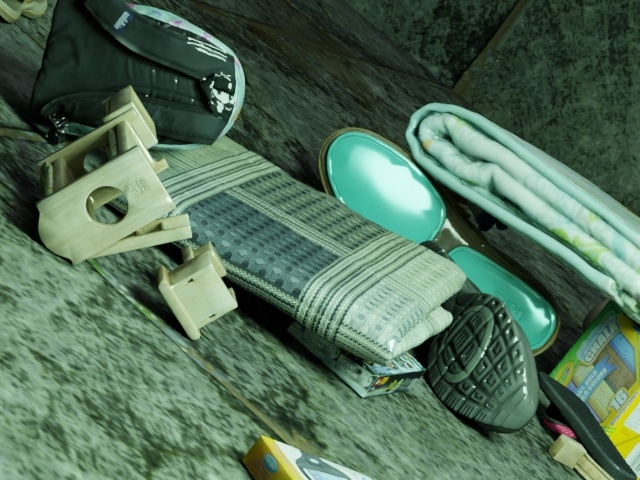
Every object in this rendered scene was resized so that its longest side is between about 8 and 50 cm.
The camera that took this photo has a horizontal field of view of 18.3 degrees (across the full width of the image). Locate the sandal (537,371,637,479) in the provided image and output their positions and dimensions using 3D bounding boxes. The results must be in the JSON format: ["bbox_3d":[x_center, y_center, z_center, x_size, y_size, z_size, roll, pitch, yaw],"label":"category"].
[{"bbox_3d":[0.264,0.199,2.060,0.067,0.040,0.179,27,20,-39],"label":"sandal"}]

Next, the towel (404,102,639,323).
[{"bbox_3d":[0.300,-0.008,2.235,0.374,0.090,0.320,41,9,38],"label":"towel"}]

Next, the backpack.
[{"bbox_3d":[-0.158,-0.151,1.802,0.182,0.152,0.115,15,12,0],"label":"backpack"}]

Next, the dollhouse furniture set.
[{"bbox_3d":[-0.154,-0.012,1.612,0.161,0.101,0.182,59,4,-20],"label":"dollhouse furniture set"}]

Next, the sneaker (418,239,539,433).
[{"bbox_3d":[0.162,0.106,1.979,0.130,0.109,0.286,40,12,-31],"label":"sneaker"}]

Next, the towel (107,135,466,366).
[{"bbox_3d":[-0.029,0.005,1.834,0.312,0.056,0.324,29,16,10],"label":"towel"}]

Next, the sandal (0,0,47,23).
[{"bbox_3d":[-0.325,-0.267,2.091,0.072,0.049,0.180,38,12,5],"label":"sandal"}]

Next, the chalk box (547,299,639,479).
[{"bbox_3d":[0.344,0.165,2.186,0.132,0.132,0.213,32,14,-25],"label":"chalk box"}]

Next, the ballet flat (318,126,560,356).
[{"bbox_3d":[0.129,0.006,2.257,0.342,0.116,0.124,39,-4,-1],"label":"ballet flat"}]

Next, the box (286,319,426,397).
[{"bbox_3d":[0.034,0.099,1.798,0.094,0.027,0.137,40,12,16],"label":"box"}]

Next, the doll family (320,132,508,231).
[{"bbox_3d":[0.099,-0.052,2.421,0.263,0.118,0.163,8,33,-30],"label":"doll family"}]

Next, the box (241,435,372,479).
[{"bbox_3d":[0.014,0.188,1.410,0.136,0.028,0.081,24,18,-42],"label":"box"}]

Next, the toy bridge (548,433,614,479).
[{"bbox_3d":[0.287,0.258,1.932,0.063,0.026,0.188,31,12,-33],"label":"toy bridge"}]

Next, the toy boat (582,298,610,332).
[{"bbox_3d":[0.440,0.142,2.528,0.267,0.148,0.318,19,23,-11],"label":"toy boat"}]
